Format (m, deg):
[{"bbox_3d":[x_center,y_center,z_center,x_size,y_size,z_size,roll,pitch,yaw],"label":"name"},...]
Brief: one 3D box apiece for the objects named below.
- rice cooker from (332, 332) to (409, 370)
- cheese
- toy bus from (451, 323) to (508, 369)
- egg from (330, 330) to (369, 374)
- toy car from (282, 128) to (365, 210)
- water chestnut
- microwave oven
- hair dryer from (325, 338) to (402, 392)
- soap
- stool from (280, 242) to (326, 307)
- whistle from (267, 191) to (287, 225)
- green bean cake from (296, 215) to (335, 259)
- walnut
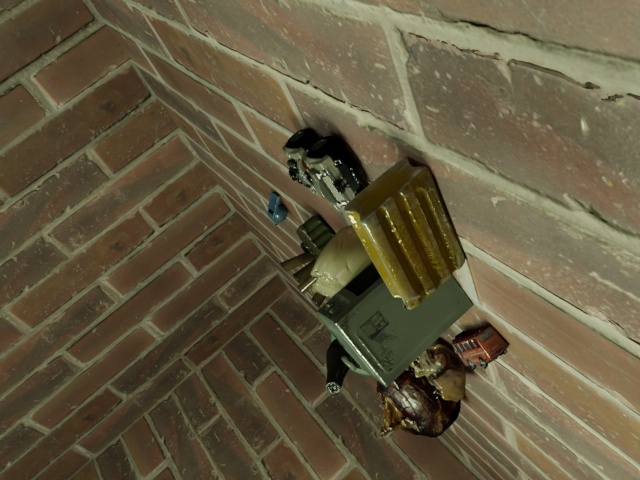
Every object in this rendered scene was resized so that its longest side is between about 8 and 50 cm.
[{"bbox_3d":[0.179,0.266,1.664,0.316,0.317,0.264,52,171,-11],"label":"rice cooker"},{"bbox_3d":[0.070,0.079,1.689,0.127,0.233,0.266,36,167,19],"label":"cheese"},{"bbox_3d":[0.407,0.275,1.426,0.096,0.073,0.235,57,170,10],"label":"toy bus"},{"bbox_3d":[0.178,0.347,2.007,0.276,0.276,0.389,51,172,-9],"label":"egg"},{"bbox_3d":[0.002,-0.171,1.396,0.193,0.118,0.301,53,170,-30],"label":"toy car"},{"bbox_3d":[0.335,0.600,2.069,0.335,0.347,0.335,42,161,19],"label":"water chestnut"},{"bbox_3d":[0.175,0.166,1.359,0.237,0.295,0.181,52,168,-14],"label":"microwave oven"},{"bbox_3d":[0.143,0.421,1.753,0.272,0.091,0.235,20,-150,0],"label":"hair dryer"},{"bbox_3d":[0.175,-0.006,1.107,0.089,0.173,0.274,39,165,50],"label":"soap"},{"bbox_3d":[-0.024,0.134,2.344,0.272,0.178,0.272,48,170,11],"label":"stool"},{"bbox_3d":[-0.180,-0.134,2.367,0.090,0.090,0.158,40,126,41],"label":"whistle"},{"bbox_3d":[0.000,0.000,2.022,0.173,0.094,0.181,50,170,2],"label":"green bean cake"},{"bbox_3d":[0.387,0.414,1.786,0.238,0.141,0.204,37,175,46],"label":"walnut"}]
